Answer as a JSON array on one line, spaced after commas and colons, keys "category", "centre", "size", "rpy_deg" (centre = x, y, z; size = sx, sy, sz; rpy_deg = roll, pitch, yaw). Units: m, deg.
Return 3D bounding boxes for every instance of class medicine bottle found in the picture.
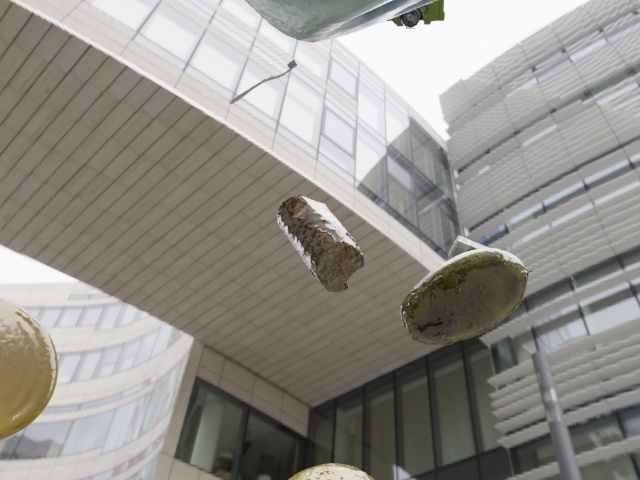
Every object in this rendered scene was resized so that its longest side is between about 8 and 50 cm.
[{"category": "medicine bottle", "centre": [-0.592, 0.238, 0.953], "size": [0.238, 0.238, 0.232], "rpy_deg": [37, -52, -25]}]

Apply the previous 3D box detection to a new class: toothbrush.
[{"category": "toothbrush", "centre": [-0.117, -0.322, 1.198], "size": [0.162, 0.014, 0.017], "rpy_deg": [-33, -72, 0]}]

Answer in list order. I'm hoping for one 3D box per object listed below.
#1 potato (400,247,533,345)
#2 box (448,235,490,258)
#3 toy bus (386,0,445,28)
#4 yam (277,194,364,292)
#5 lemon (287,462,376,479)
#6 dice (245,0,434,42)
[{"category": "potato", "centre": [0.261, 0.101, 1.052], "size": [0.251, 0.113, 0.149], "rpy_deg": [-24, -79, 9]}, {"category": "box", "centre": [0.338, 0.029, 1.320], "size": [0.083, 0.024, 0.054], "rpy_deg": [22, -52, 3]}, {"category": "toy bus", "centre": [0.101, -0.504, 1.187], "size": [0.302, 0.113, 0.139], "rpy_deg": [-3, -67, -7]}, {"category": "yam", "centre": [-0.001, 0.002, 1.330], "size": [0.129, 0.238, 0.128], "rpy_deg": [-15, -50, -18]}, {"category": "lemon", "centre": [0.016, 0.445, 0.897], "size": [0.231, 0.192, 0.192], "rpy_deg": [-3, -43, -28]}, {"category": "dice", "centre": [0.057, -0.301, 0.368], "size": [0.265, 0.262, 0.268], "rpy_deg": [-13, -74, 33]}]
